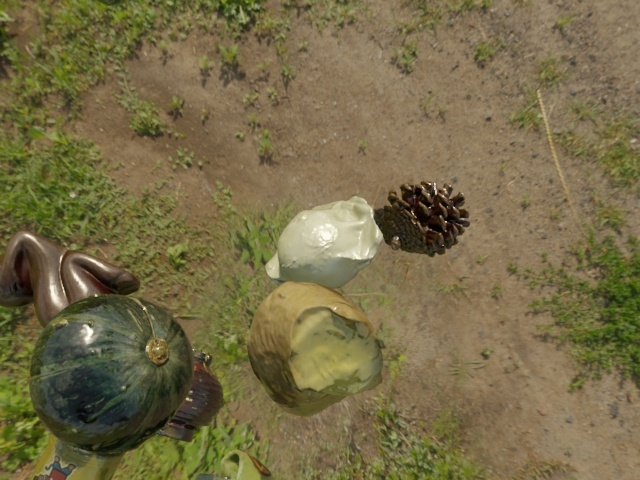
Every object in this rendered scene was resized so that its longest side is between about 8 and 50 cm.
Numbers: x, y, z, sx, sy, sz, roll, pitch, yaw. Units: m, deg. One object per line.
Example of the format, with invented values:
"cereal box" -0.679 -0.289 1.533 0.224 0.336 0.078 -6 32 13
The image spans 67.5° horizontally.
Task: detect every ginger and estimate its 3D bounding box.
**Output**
"ginger" -0.012 0.133 0.571 0.138 0.267 0.152 -29 70 -15

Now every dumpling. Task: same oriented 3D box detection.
"dumpling" 0.000 0.000 0.917 0.258 0.147 0.193 -22 47 27

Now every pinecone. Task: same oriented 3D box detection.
"pinecone" 0.238 -0.050 1.083 0.212 0.168 0.186 -14 39 -37

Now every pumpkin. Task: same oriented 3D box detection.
"pumpkin" -0.240 0.154 0.567 0.146 0.190 0.190 -31 77 37

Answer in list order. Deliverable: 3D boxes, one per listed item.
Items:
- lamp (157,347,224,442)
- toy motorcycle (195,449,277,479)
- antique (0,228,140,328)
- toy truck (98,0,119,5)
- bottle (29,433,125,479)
"lamp" -0.360 0.381 1.209 0.247 0.247 0.246 0 78 -2
"toy motorcycle" -0.211 0.442 0.671 0.410 0.169 0.236 -3 85 -25
"antique" -0.462 0.084 0.830 0.257 0.121 0.143 23 67 4
"toy truck" -0.290 -0.410 0.688 0.147 0.065 0.079 -39 90 11
"bottle" -0.601 0.613 1.093 0.172 0.171 0.351 23 81 3
